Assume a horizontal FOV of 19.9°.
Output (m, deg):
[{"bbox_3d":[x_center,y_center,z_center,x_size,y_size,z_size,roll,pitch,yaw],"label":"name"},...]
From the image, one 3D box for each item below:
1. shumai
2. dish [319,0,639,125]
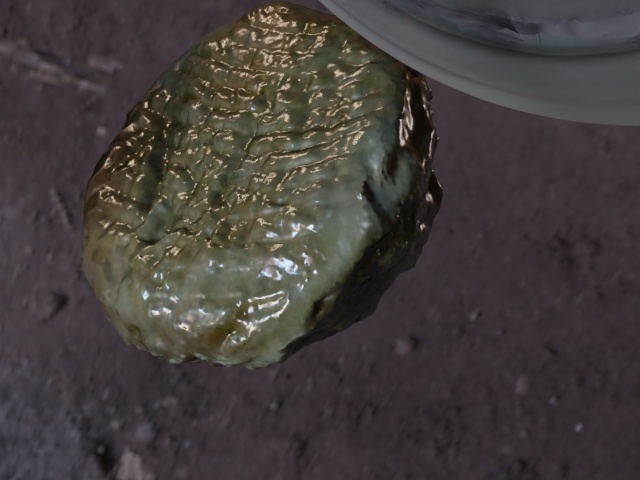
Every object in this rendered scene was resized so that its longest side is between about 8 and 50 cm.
[{"bbox_3d":[0.000,0.000,1.057,0.203,0.222,0.271,50,28,-32],"label":"shumai"},{"bbox_3d":[0.057,-0.142,0.452,0.260,0.260,0.085,39,32,10],"label":"dish"}]
